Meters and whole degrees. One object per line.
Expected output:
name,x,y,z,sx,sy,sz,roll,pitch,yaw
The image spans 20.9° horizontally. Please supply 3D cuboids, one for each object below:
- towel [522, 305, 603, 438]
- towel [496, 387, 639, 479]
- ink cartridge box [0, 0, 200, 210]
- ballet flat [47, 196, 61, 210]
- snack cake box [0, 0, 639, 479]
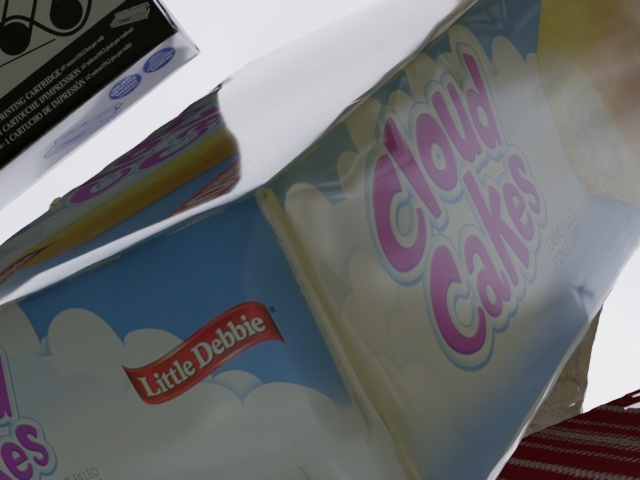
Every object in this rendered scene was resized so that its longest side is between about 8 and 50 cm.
towel,0.040,0.107,0.884,0.049,0.187,0.282,-149,-113,-62
towel,0.120,0.095,0.672,0.274,0.199,0.031,-20,-88,-19
ink cartridge box,-0.172,-0.071,0.871,0.207,0.046,0.097,-38,-106,5
ballet flat,-0.218,-0.024,1.538,0.114,0.041,0.041,-17,-121,31
snack cake box,0.000,0.000,0.488,0.152,0.089,0.264,-21,-167,31
